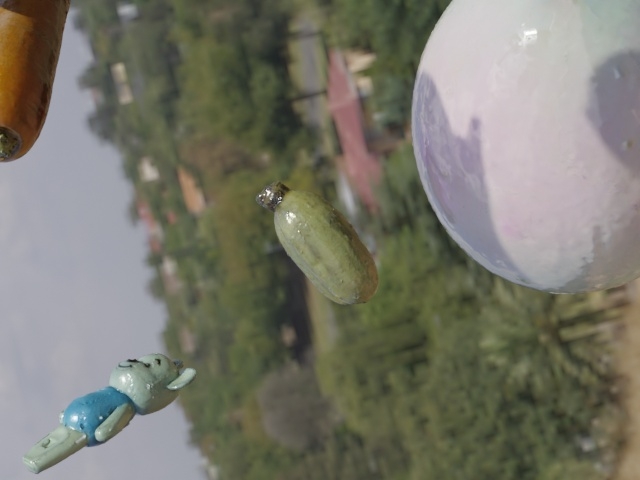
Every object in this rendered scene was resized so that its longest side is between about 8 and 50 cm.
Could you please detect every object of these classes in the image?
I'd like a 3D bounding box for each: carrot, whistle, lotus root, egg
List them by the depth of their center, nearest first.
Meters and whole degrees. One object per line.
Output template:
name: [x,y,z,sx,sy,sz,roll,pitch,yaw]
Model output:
carrot: [-0.218,-0.137,1.251,0.225,0.067,0.067,-84,-11,-45]
egg: [0.263,-0.161,1.844,0.340,0.354,0.354,70,-178,-60]
lotus root: [0.001,-0.001,2.058,0.183,0.077,0.090,50,165,-5]
whistle: [-0.261,0.205,2.103,0.114,0.235,0.077,15,131,52]
